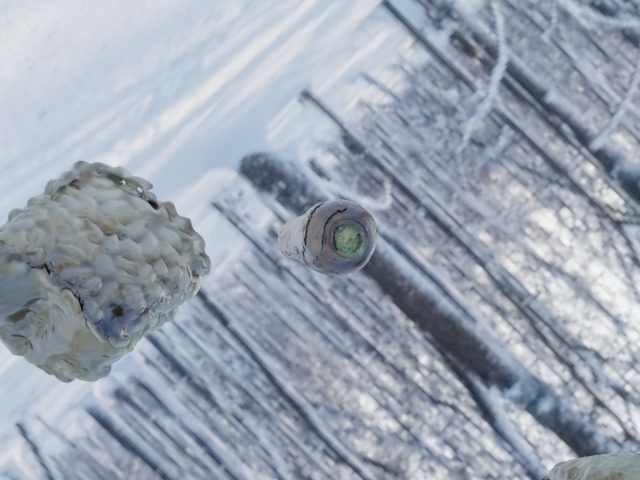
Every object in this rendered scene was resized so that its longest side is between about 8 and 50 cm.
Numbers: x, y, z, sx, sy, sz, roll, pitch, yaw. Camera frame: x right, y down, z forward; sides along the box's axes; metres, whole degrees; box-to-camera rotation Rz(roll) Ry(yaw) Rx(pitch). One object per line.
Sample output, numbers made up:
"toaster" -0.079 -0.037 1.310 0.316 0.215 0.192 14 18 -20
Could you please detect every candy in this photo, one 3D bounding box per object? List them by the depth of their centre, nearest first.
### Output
"candy" -0.114 0.016 0.581 0.085 0.095 0.110 -41 -171 50

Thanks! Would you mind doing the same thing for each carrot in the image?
"carrot" 0.000 0.000 0.872 0.055 0.055 0.161 -46 -173 -11

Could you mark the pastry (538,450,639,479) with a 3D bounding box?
"pastry" 0.227 0.251 0.905 0.093 0.182 0.192 -5 177 -11
